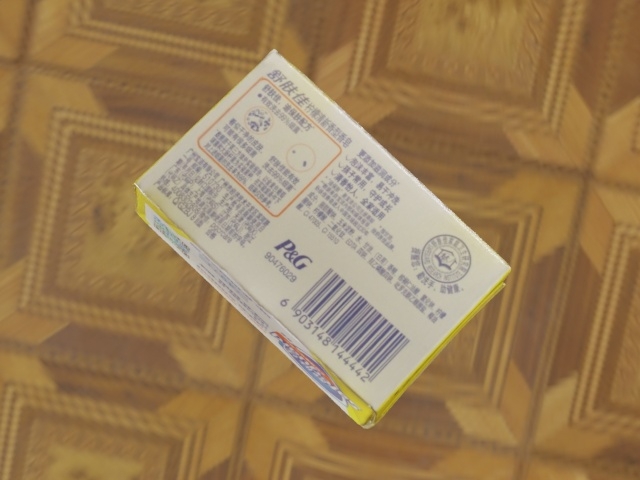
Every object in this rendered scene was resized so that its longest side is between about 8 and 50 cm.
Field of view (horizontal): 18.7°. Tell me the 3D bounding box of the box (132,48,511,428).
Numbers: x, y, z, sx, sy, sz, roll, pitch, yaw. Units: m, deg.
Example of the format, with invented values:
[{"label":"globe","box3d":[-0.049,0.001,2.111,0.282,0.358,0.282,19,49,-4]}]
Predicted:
[{"label":"box","box3d":[0.000,0.000,1.543,0.265,0.097,0.168,42,75,5]}]
